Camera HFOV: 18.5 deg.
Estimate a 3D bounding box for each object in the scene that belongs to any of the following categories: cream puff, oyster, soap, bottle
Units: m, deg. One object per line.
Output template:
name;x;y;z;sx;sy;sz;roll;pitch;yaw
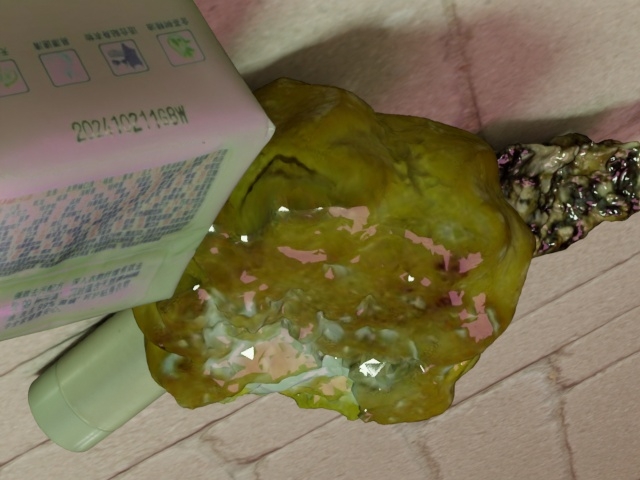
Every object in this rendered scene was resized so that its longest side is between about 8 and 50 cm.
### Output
cream puff;-0.001;0.001;1.296;0.282;0.185;0.282;-2;136;-2
oyster;0.138;-0.010;1.585;0.214;0.083;0.223;-12;160;-29
soap;-0.161;-0.045;1.065;0.199;0.138;0.182;-14;155;-33
bottle;-0.126;0.078;1.468;0.201;0.072;0.072;-38;156;22
